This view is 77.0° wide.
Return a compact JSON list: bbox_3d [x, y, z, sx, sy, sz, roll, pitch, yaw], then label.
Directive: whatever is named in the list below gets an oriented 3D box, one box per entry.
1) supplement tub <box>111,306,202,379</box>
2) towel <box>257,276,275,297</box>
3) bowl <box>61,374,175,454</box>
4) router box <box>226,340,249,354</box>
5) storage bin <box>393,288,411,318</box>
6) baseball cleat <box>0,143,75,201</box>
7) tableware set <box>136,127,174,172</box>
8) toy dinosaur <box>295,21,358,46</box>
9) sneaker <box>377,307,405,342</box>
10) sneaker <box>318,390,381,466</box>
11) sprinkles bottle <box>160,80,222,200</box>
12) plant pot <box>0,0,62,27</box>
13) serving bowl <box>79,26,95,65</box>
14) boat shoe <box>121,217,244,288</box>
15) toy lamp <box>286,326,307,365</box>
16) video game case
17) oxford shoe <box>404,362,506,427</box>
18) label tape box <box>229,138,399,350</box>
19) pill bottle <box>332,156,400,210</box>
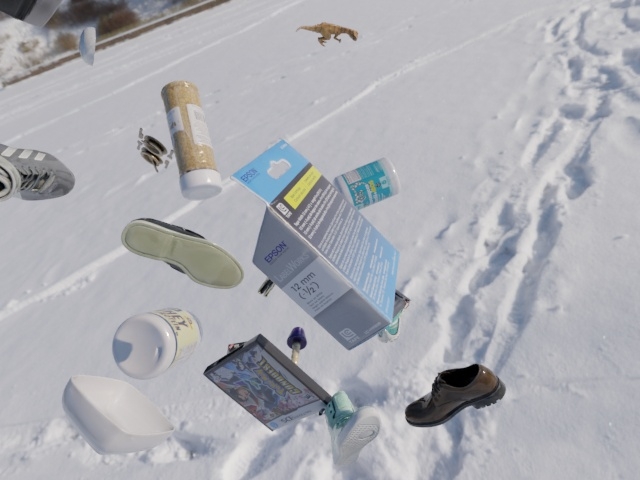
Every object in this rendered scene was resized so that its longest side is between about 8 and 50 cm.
[{"bbox_3d":[-0.617,0.387,1.572,0.235,0.236,0.325,-19,-5,4],"label":"supplement tub"},{"bbox_3d":[-0.150,0.104,1.820,0.312,0.056,0.324,-48,3,7],"label":"towel"},{"bbox_3d":[-0.304,0.261,0.595,0.142,0.142,0.053,30,77,24],"label":"bowl"},{"bbox_3d":[-0.251,0.367,1.287,0.092,0.122,0.038,-4,51,-23],"label":"router box"},{"bbox_3d":[0.231,0.206,1.318,0.098,0.135,0.091,36,95,33],"label":"storage bin"},{"bbox_3d":[-0.355,-0.070,0.458,0.109,0.206,0.072,36,94,16],"label":"baseball cleat"},{"bbox_3d":[-0.586,-0.302,1.400,0.194,0.128,0.039,-20,39,61],"label":"tableware set"},{"bbox_3d":[0.006,-0.615,1.173,0.211,0.064,0.112,-9,12,-22],"label":"toy dinosaur"},{"bbox_3d":[0.255,0.253,1.502,0.107,0.110,0.275,-12,27,16],"label":"sneaker"},{"bbox_3d":[0.059,0.414,0.953,0.094,0.256,0.151,-1,45,-18],"label":"sneaker"},{"bbox_3d":[-0.394,-0.304,1.228,0.121,0.356,0.121,-15,-13,-4],"label":"sprinkles bottle"},{"bbox_3d":[-0.570,-0.501,0.724,0.167,0.188,0.187,-64,26,11],"label":"plant pot"},{"bbox_3d":[-0.529,-0.442,0.912,0.027,0.083,0.083,1,15,-35],"label":"serving bowl"},{"bbox_3d":[-0.373,0.030,1.123,0.127,0.340,0.113,-64,25,10],"label":"boat shoe"},{"bbox_3d":[-0.092,0.417,1.423,0.080,0.080,0.275,-14,29,13],"label":"toy lamp"},{"bbox_3d":[-0.145,0.394,1.086,0.248,0.275,0.035,-36,16,32],"label":"video game case"},{"bbox_3d":[0.261,0.320,0.853,0.227,0.096,0.083,-39,12,23],"label":"oxford shoe"},{"bbox_3d":[-0.011,-0.006,0.754,0.115,0.347,0.249,-43,9,28],"label":"label tape box"},{"bbox_3d":[0.143,-0.189,1.460,0.264,0.146,0.146,-23,30,-1],"label":"pill bottle"}]
